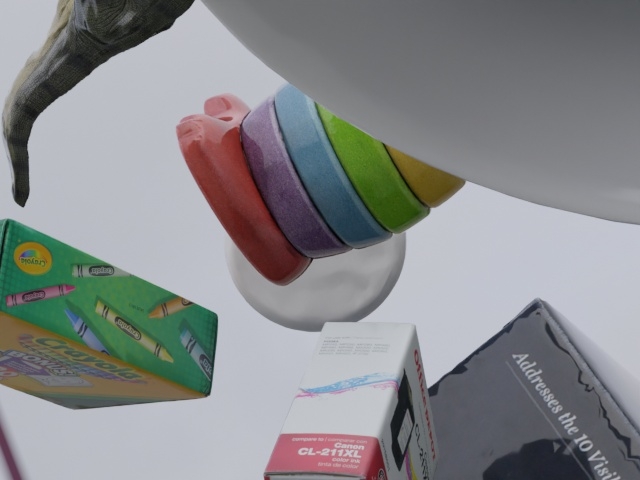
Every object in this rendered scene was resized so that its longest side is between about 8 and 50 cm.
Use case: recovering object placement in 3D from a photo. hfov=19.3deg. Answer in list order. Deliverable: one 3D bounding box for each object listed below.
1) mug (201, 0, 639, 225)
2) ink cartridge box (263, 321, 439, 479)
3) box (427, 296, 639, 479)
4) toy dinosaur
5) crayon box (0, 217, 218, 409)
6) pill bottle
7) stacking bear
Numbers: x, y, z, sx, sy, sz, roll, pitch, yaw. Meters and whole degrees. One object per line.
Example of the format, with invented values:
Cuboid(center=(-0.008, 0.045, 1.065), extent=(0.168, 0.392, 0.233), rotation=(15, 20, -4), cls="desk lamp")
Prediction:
Cuboid(center=(0.113, -0.237, 0.557), extent=(0.276, 0.328, 0.374), rotation=(14, -27, 20), cls="mug")
Cuboid(center=(0.026, 0.154, 1.298), extent=(0.072, 0.127, 0.175), rotation=(-1, 32, 17), cls="ink cartridge box")
Cuboid(center=(0.170, 0.395, 1.508), extent=(0.472, 0.480, 0.297), rotation=(-41, -34, 11), cls="box")
Cuboid(center=(-0.108, -0.135, 0.923), extent=(0.064, 0.118, 0.268), rotation=(-9, -24, -50), cls="toy dinosaur")
Cuboid(center=(-0.236, 0.069, 1.600), extent=(0.165, 0.081, 0.278), rotation=(-8, -23, 34), cls="crayon box")
Cuboid(center=(0.000, 0.000, 1.838), extent=(0.169, 0.169, 0.301), rotation=(-26, 0, 2), cls="pill bottle")
Cuboid(center=(0.059, -0.094, 1.482), extent=(0.289, 0.164, 0.175), rotation=(-26, 8, 13), cls="stacking bear")
